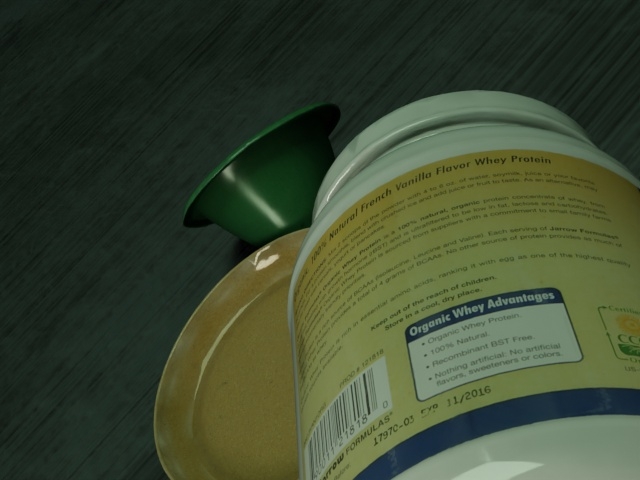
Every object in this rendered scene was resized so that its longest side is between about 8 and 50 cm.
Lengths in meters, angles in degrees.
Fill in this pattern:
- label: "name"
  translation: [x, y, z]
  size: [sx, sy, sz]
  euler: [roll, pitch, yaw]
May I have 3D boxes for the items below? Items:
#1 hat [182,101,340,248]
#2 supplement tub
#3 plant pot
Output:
- label: "hat"
  translation: [0.000, 0.000, 1.026]
  size: [0.173, 0.183, 0.208]
  euler: [-38, -8, -1]
- label: "supplement tub"
  translation: [0.098, 0.082, 0.622]
  size: [0.228, 0.228, 0.316]
  euler: [-29, 34, 17]
- label: "plant pot"
  translation: [-0.028, 0.095, 0.901]
  size: [0.236, 0.032, 0.236]
  euler: [-25, 43, 26]
